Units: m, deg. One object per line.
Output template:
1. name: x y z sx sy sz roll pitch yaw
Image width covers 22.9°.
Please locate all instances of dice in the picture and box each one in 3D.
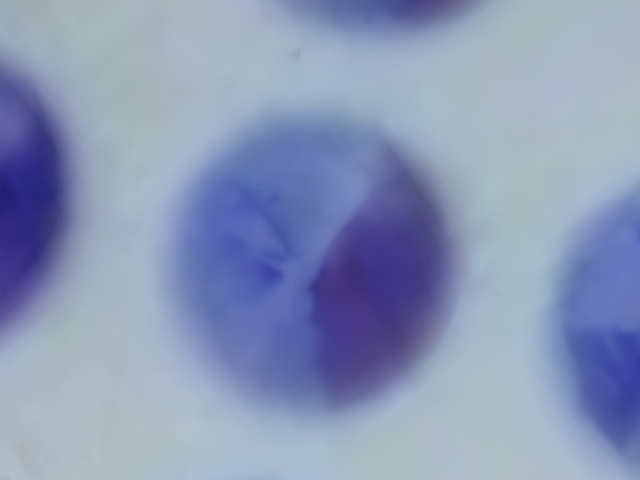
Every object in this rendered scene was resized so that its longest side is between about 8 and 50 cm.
1. dice: 0.000 0.000 0.496 0.304 0.304 0.277 55 1 -1
